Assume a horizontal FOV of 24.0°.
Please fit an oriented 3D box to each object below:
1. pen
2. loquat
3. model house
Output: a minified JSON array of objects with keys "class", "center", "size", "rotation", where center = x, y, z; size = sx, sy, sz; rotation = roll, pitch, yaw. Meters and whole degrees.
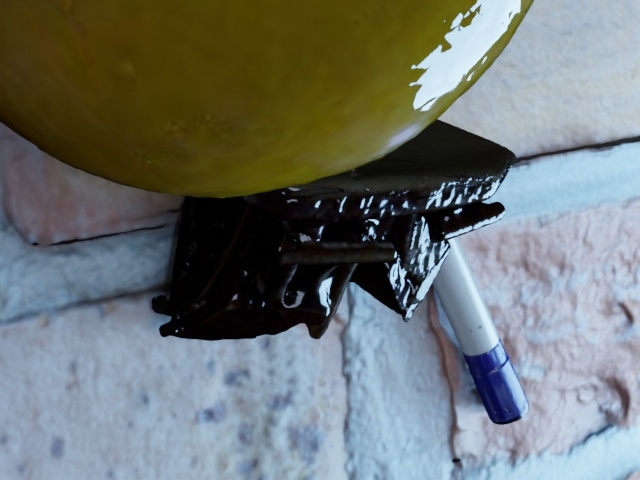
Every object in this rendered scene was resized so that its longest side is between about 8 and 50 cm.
[{"class":"pen","center":[0.084,0.013,1.035],"size":[0.033,0.033,0.269],"rotation":[-37,117,-25]},{"class":"loquat","center":[-0.033,-0.171,0.752],"size":[0.359,0.328,0.328],"rotation":[31,79,-53]},{"class":"model house","center":[0.009,0.005,0.914],"size":[0.203,0.141,0.164],"rotation":[-1,121,-30]}]
